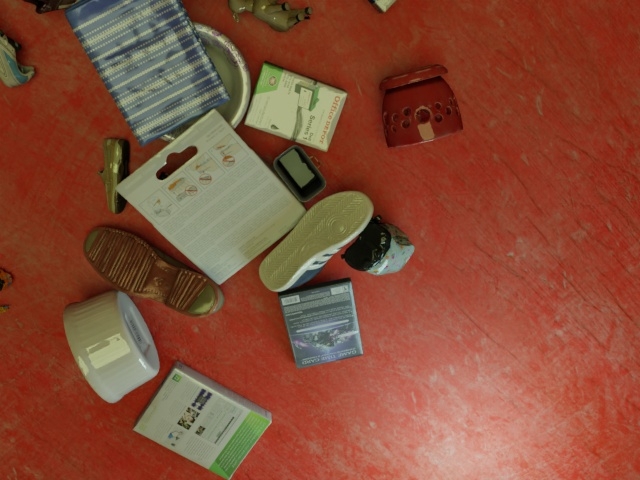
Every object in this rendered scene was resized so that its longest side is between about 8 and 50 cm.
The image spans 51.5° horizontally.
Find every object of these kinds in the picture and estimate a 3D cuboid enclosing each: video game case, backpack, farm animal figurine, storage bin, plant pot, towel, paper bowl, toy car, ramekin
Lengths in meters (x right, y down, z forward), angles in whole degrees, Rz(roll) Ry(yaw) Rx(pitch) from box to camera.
[{"bbox_3d":[0.005,0.230,1.807,0.196,0.026,0.274,-12,126,-1],"label":"video game case"},{"bbox_3d":[0.159,0.022,1.720,0.152,0.182,0.115,-48,67,23],"label":"backpack"},{"bbox_3d":[-0.191,-0.622,1.500,0.327,0.172,0.330,-30,113,-39],"label":"farm animal figurine"},{"bbox_3d":[-0.051,-0.181,1.688,0.098,0.091,0.135,-37,107,4],"label":"storage bin"},{"bbox_3d":[0.237,-0.328,1.619,0.191,0.191,0.174,-16,103,0],"label":"plant pot"},{"bbox_3d":[-0.380,-0.409,1.469,0.243,0.040,0.336,-27,106,3],"label":"towel"},{"bbox_3d":[-0.307,-0.372,1.581,0.284,0.148,0.284,-1,107,-4],"label":"paper bowl"},{"bbox_3d":[-0.841,0.131,1.754,0.040,0.060,0.122,-12,135,-46],"label":"toy car"},{"bbox_3d":[-0.523,0.259,1.691,0.135,0.277,0.277,-25,107,-5],"label":"ramekin"}]

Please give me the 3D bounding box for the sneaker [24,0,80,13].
[{"bbox_3d":[-0.619,-0.623,1.418,0.162,0.106,0.281,-41,129,-38],"label":"sneaker"}]

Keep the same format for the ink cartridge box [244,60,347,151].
[{"bbox_3d":[-0.060,-0.331,1.642,0.219,0.092,0.160,17,105,-9],"label":"ink cartridge box"}]

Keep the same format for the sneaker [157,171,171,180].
[{"bbox_3d":[-0.339,-0.149,1.680,0.217,0.079,0.121,-43,106,9],"label":"sneaker"}]

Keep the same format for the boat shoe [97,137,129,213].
[{"bbox_3d":[-0.526,-0.164,1.675,0.072,0.068,0.190,7,96,6],"label":"boat shoe"}]

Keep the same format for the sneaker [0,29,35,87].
[{"bbox_3d":[-0.749,-0.461,1.522,0.086,0.085,0.237,-32,138,-8],"label":"sneaker"}]

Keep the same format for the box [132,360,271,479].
[{"bbox_3d":[-0.334,0.516,1.891,0.322,0.058,0.232,33,101,-12],"label":"box"}]

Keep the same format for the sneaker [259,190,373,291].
[{"bbox_3d":[0.000,0.000,1.710,0.350,0.148,0.131,-37,75,16],"label":"sneaker"}]

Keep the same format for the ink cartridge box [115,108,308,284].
[{"bbox_3d":[-0.259,-0.108,1.638,0.308,0.091,0.385,-37,124,7],"label":"ink cartridge box"}]

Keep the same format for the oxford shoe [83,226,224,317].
[{"bbox_3d":[-0.430,0.091,1.717,0.397,0.146,0.140,30,87,9],"label":"oxford shoe"}]

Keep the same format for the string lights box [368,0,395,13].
[{"bbox_3d":[0.102,-0.679,1.561,0.260,0.077,0.133,42,100,-14],"label":"string lights box"}]
